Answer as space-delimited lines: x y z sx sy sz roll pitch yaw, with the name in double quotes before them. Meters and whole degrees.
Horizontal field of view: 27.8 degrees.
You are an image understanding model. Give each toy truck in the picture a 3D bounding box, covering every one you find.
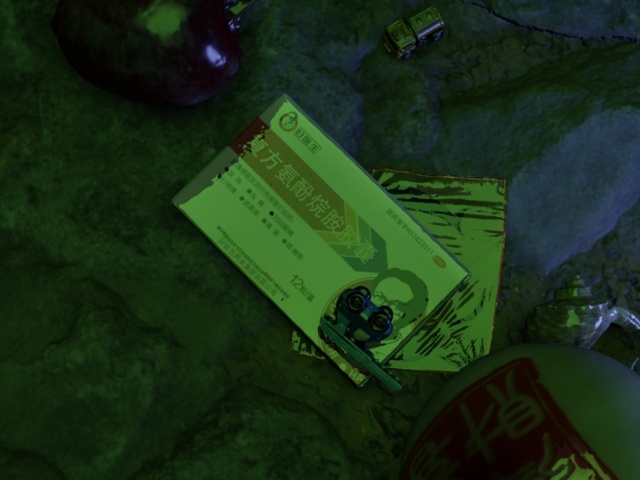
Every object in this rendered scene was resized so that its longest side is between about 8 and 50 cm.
"toy truck" 0.069 0.121 1.630 0.136 0.063 0.074 40 101 5
"toy truck" 0.127 -0.291 1.793 0.083 0.054 0.049 -31 81 -7

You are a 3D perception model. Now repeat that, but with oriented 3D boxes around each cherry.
"cherry" -0.223 -0.291 1.711 0.300 0.203 0.230 -1 79 12

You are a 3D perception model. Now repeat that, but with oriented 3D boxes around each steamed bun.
"steamed bun" 0.245 0.299 1.507 0.374 0.241 0.374 -12 72 41

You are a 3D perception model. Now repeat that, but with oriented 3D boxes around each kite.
"kite" 0.123 0.052 1.739 0.377 0.013 0.327 -35 81 -7

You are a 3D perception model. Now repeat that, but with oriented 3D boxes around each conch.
"conch" 0.341 0.146 1.668 0.155 0.130 0.207 -1 94 12

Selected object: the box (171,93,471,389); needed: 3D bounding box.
"box" 0.000 0.000 1.711 0.214 0.069 0.353 -44 84 -8
